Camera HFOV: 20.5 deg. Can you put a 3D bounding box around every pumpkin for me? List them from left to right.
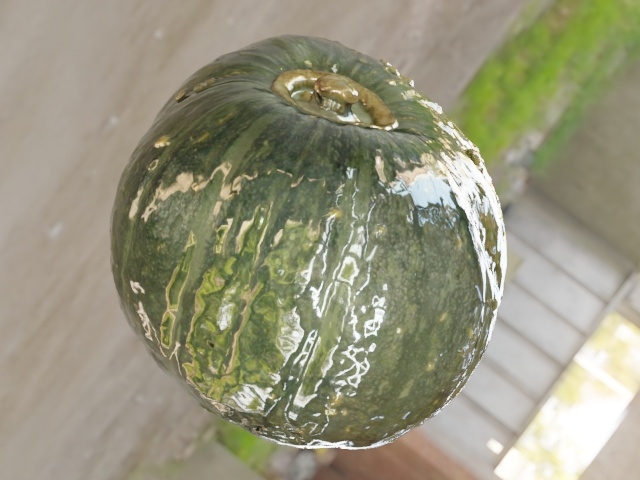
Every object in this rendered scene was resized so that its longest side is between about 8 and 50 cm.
[{"bbox_3d":[0.000,0.000,1.289,0.328,0.292,0.257,-44,158,-61],"label":"pumpkin"}]
